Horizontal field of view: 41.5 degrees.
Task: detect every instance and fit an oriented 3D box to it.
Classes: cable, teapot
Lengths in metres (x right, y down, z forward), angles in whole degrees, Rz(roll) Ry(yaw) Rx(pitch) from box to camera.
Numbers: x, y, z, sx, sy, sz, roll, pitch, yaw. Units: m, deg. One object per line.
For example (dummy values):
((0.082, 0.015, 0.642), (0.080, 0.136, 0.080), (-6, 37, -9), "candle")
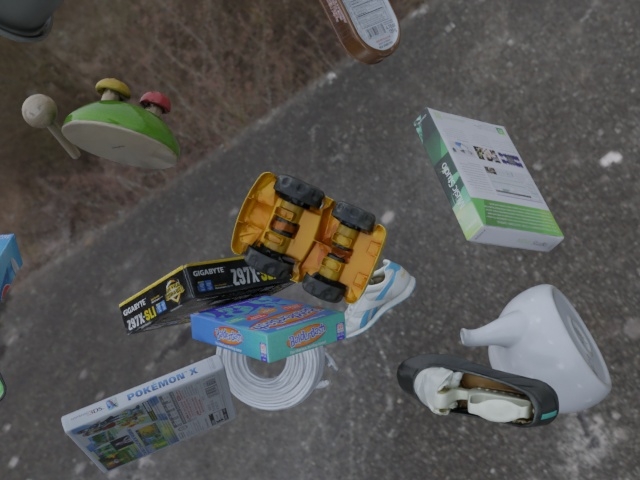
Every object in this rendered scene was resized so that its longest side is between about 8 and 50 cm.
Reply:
((-0.119, 0.277, 1.990), (0.257, 0.257, 0.089), (-30, -2, 11), "cable")
((0.397, 0.218, 1.544), (0.187, 0.256, 0.252), (-33, -5, 22), "teapot")

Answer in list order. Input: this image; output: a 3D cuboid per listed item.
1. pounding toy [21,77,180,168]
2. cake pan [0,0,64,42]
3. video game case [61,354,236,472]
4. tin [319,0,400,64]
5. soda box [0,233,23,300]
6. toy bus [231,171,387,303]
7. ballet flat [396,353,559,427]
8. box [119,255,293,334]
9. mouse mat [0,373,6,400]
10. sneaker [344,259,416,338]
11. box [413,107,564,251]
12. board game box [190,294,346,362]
((-0.325, -0.198, 1.330), (0.236, 0.183, 0.110), (8, 76, 18), "pounding toy")
((-0.305, -0.304, 0.699), (0.054, 0.293, 0.293), (-30, 37, 11), "cake pan")
((-0.317, 0.345, 1.646), (0.300, 0.329, 0.036), (-21, 65, -12), "video game case")
((0.050, -0.346, 1.209), (0.040, 0.190, 0.106), (-21, 9, 46), "tin")
((-0.618, 0.069, 1.551), (0.067, 0.071, 0.210), (-4, 30, 3), "soda box")
((0.000, 0.000, 1.327), (0.220, 0.211, 0.149), (25, 94, 14), "toy bus")
((0.232, 0.238, 1.334), (0.280, 0.096, 0.095), (4, 101, 32), "ballet flat")
((-0.232, 0.110, 1.834), (0.257, 0.322, 0.079), (-27, 77, 42), "box")
((-0.535, 0.195, 1.219), (0.152, 0.007, 0.190), (-41, 60, 8), "mouse mat")
((0.106, 0.133, 1.923), (0.228, 0.092, 0.087), (-42, 19, 19), "sneaker")
((0.343, -0.125, 1.740), (0.058, 0.232, 0.322), (-52, 43, 38), "box")
((-0.087, 0.138, 1.368), (0.210, 0.160, 0.047), (8, 105, 48), "board game box")
